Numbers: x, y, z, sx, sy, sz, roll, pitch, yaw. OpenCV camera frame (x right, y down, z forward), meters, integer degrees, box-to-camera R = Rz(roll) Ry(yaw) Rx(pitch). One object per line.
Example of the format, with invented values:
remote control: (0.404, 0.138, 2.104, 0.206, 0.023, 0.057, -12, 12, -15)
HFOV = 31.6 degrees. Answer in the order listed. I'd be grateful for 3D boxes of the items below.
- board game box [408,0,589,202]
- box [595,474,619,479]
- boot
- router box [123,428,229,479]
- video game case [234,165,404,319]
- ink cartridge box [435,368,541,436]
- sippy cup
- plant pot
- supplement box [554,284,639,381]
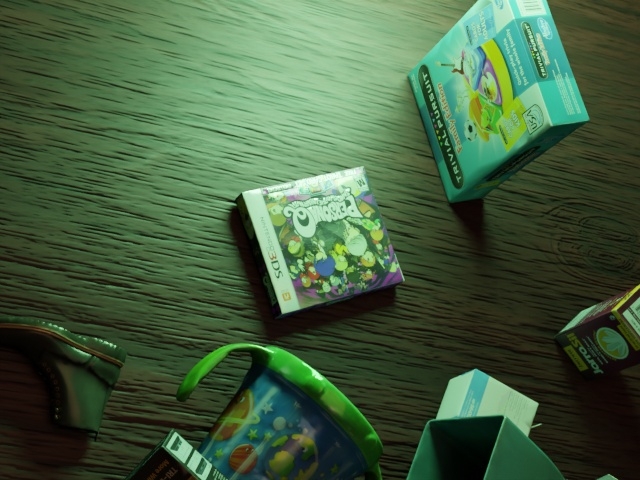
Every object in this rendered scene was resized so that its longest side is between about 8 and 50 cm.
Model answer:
board game box: (0.282, -0.240, 1.877, 0.079, 0.336, 0.254, -10, 75, -25)
box: (0.283, 0.541, 1.571, 0.394, 0.097, 0.318, -18, 114, -24)
boot: (-0.384, 0.194, 1.596, 0.197, 0.077, 0.137, 18, 71, -15)
router box: (-0.212, 0.442, 1.477, 0.243, 0.081, 0.309, 42, 98, -3)
video game case: (0.000, 0.000, 1.840, 0.232, 0.042, 0.210, -13, 78, -26)
ink cartridge box: (0.274, 0.286, 1.820, 0.143, 0.092, 0.090, 30, 63, -10)
sippy cup: (-0.068, 0.309, 1.610, 0.305, 0.240, 0.224, 36, 70, 21)
plant pot: (0.267, 0.392, 1.680, 0.234, 0.165, 0.165, 38, 59, -25)
supplement box: (0.495, 0.158, 1.904, 0.081, 0.188, 0.104, -36, 87, -28)
